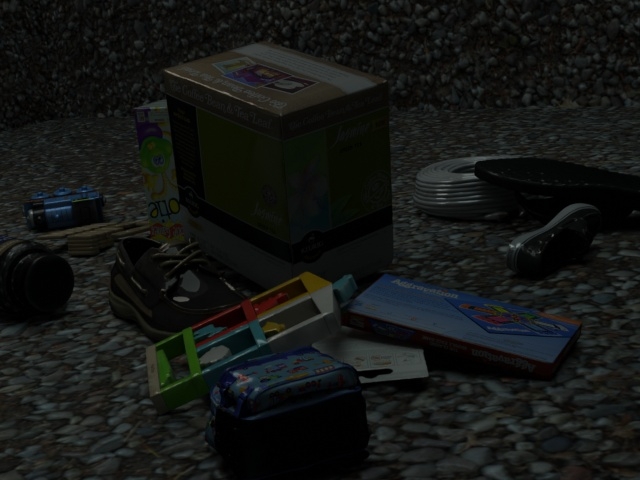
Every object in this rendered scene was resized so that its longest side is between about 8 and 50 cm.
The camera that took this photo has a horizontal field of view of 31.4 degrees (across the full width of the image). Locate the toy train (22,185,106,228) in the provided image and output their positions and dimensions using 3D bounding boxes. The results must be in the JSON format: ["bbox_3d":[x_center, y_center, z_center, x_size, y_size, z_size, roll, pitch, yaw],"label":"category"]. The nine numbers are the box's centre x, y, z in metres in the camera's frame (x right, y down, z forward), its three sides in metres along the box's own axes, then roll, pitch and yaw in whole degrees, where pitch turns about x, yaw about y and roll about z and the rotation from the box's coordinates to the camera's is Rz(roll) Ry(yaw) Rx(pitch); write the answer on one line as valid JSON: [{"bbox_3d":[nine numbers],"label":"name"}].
[{"bbox_3d":[-0.563,-0.069,2.500,0.184,0.080,0.105,-8,20,-10],"label":"toy train"}]

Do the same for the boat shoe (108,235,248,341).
[{"bbox_3d":[-0.226,0.065,1.712,0.132,0.130,0.355,-17,18,-36],"label":"boat shoe"}]

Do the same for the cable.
[{"bbox_3d":[0.310,-0.109,2.263,0.257,0.089,0.257,0,16,24],"label":"cable"}]

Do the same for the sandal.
[{"bbox_3d":[0.488,-0.066,2.039,0.445,0.107,0.167,12,19,15],"label":"sandal"}]

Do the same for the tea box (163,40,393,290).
[{"bbox_3d":[-0.067,-0.122,1.854,0.220,0.323,0.329,-23,33,-32],"label":"tea box"}]

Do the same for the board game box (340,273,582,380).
[{"bbox_3d":[0.182,0.107,1.474,0.281,0.027,0.145,13,24,24],"label":"board game box"}]

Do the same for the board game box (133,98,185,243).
[{"bbox_3d":[-0.252,-0.135,2.216,0.144,0.275,0.142,1,16,24],"label":"board game box"}]

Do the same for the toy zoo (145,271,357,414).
[{"bbox_3d":[-0.086,0.118,1.477,0.293,0.030,0.192,-25,16,-4],"label":"toy zoo"}]

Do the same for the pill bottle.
[{"bbox_3d":[-0.506,0.057,1.880,0.219,0.123,0.123,8,20,44],"label":"pill bottle"}]

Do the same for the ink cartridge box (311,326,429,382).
[{"bbox_3d":[0.061,0.153,1.457,0.145,0.045,0.179,-5,24,0],"label":"ink cartridge box"}]

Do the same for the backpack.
[{"bbox_3d":[-0.047,0.180,1.222,0.158,0.117,0.173,-11,12,-22],"label":"backpack"}]

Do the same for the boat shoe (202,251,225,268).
[{"bbox_3d":[-0.143,-0.009,2.096,0.081,0.069,0.227,5,18,37],"label":"boat shoe"}]

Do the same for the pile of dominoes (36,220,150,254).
[{"bbox_3d":[-0.434,-0.006,2.324,0.196,0.040,0.251,-1,7,20],"label":"pile of dominoes"}]

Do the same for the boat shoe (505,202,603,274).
[{"bbox_3d":[0.395,0.001,1.826,0.228,0.080,0.076,-19,25,-39],"label":"boat shoe"}]
